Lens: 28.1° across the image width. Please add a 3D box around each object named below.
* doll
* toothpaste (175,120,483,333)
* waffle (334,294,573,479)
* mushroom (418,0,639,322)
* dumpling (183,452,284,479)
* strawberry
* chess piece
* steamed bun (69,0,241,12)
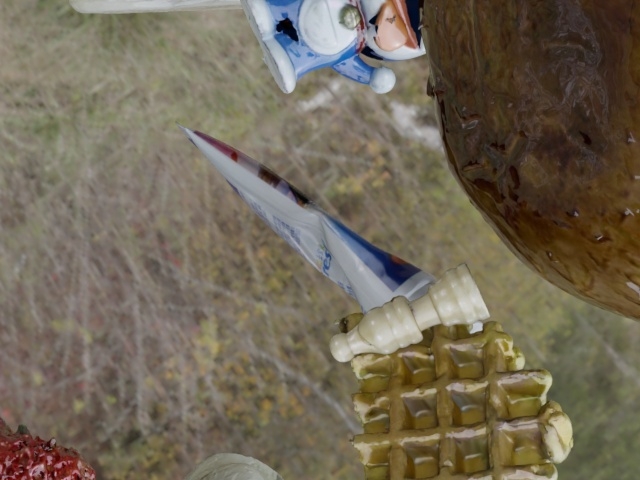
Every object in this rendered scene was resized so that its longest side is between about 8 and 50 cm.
[{"bbox_3d":[0.040,-0.271,1.456,0.256,0.161,0.215,-27,107,-13],"label":"doll"},{"bbox_3d":[0.000,0.000,0.926,0.061,0.266,0.096,-49,157,-5],"label":"toothpaste"},{"bbox_3d":[0.057,0.114,0.727,0.160,0.192,0.046,-40,138,-7],"label":"waffle"},{"bbox_3d":[0.186,-0.109,0.693,0.239,0.345,0.345,-23,143,-7],"label":"mushroom"},{"bbox_3d":[-0.125,0.348,1.631,0.176,0.150,0.092,-61,142,-20],"label":"dumpling"},{"bbox_3d":[-0.354,0.297,1.417,0.184,0.202,0.187,-15,129,30],"label":"strawberry"},{"bbox_3d":[0.049,0.047,0.737,0.092,0.035,0.035,-24,145,5],"label":"chess piece"},{"bbox_3d":[-0.185,-0.374,1.593,0.283,0.283,0.177,-9,102,-35],"label":"steamed bun"}]
